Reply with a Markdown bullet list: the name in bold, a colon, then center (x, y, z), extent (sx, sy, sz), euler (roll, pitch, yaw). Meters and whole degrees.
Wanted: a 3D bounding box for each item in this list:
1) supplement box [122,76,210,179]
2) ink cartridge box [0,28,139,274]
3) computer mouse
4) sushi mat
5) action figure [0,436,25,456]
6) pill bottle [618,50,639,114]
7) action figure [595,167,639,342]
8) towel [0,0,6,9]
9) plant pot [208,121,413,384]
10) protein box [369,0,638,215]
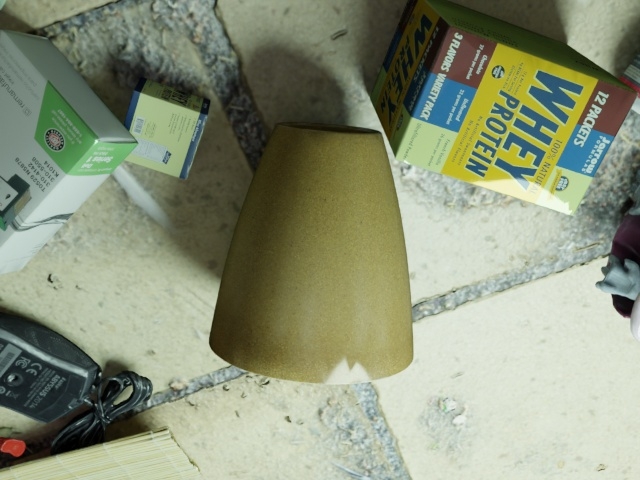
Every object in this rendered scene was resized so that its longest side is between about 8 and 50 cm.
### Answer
- **supplement box**: center (-0.176, -0.126, 0.911), extent (0.083, 0.056, 0.083), euler (18, 115, -12)
- **ink cartridge box**: center (-0.333, -0.088, 0.870), extent (0.219, 0.092, 0.160), euler (-44, 84, 16)
- **computer mouse**: center (-0.373, 0.171, 1.044), extent (0.188, 0.072, 0.272), euler (-42, 123, 17)
- **sushi mat**: center (-0.335, 0.332, 1.121), extent (0.316, 0.019, 0.151), euler (-15, 141, 3)
- **action figure**: center (-0.492, 0.236, 1.030), extent (0.280, 0.091, 0.139), euler (24, 157, 18)
- **pill bottle**: center (0.417, -0.207, 0.886), extent (0.108, 0.108, 0.180), euler (27, 111, -16)
- **action figure**: center (0.531, 0.047, 0.944), extent (0.370, 0.276, 0.248), euler (27, 106, -1)
- **towel**: center (-0.487, -0.223, 0.832), extent (0.247, 0.038, 0.325), euler (27, 112, -26)
- **plant pot**: center (0.000, 0.000, 0.910), extent (0.237, 0.237, 0.255), euler (4, 103, -6)
- **protein box**: center (0.176, -0.150, 0.844), extent (0.199, 0.201, 0.136), euler (16, 114, -12)
